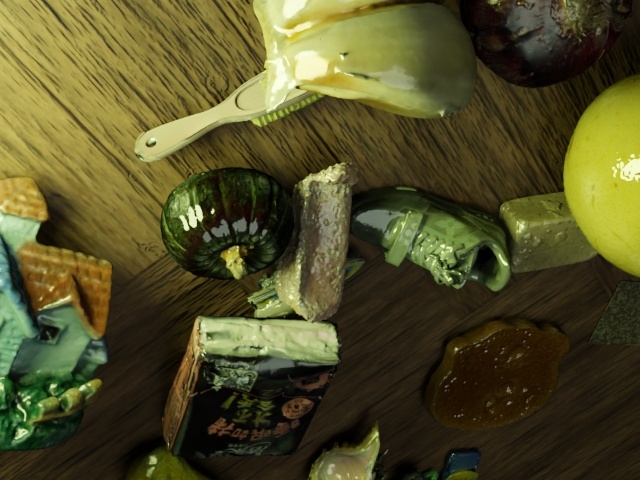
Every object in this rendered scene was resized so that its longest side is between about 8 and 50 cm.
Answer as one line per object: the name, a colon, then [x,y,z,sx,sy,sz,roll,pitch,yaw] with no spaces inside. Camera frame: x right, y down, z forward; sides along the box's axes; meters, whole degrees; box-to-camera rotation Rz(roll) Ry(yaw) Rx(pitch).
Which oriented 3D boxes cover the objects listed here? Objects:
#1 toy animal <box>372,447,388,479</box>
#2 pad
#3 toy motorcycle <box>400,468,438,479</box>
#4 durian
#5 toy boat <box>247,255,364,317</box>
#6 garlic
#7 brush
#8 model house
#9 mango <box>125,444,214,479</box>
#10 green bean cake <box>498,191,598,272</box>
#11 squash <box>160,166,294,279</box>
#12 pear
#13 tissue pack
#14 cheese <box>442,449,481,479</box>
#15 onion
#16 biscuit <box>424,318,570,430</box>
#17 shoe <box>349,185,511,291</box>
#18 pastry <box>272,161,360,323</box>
toy animal: [0.082,0.483,2.048,0.086,0.069,0.219,-8,136,-43]
pad: [0.652,0.147,2.056,0.235,0.003,0.158,4,124,-24]
toy motorcycle: [0.158,0.538,2.113,0.106,0.074,0.190,14,118,-50]
durian: [0.063,0.431,1.977,0.224,0.140,0.078,-59,155,13]
toy boat: [-0.023,0.074,1.697,0.210,0.066,0.084,-26,132,-2]
garlic: [0.076,-0.280,1.370,0.313,0.286,0.249,-4,152,-25]
brush: [-0.114,-0.176,1.477,0.313,0.072,0.067,-25,144,-1]
model house: [-0.412,0.091,1.455,0.295,0.251,0.329,19,110,-31]
mango: [-0.245,0.511,1.880,0.329,0.176,0.176,53,51,-40]
green bean cake: [0.394,-0.017,1.779,0.179,0.085,0.109,-7,127,-15]
squash: [-0.136,-0.024,1.525,0.193,0.156,0.193,5,132,5]
pear: [0.550,-0.102,1.613,0.348,0.348,0.348,-11,128,-14]
tissue pack: [-0.121,0.241,1.712,0.245,0.123,0.332,4,141,-16]
cheese: [0.276,0.540,2.167,0.157,0.064,0.250,3,115,-24]
onion: [0.308,-0.333,1.441,0.246,0.190,0.246,-4,109,-13]
biscuit: [0.332,0.256,1.983,0.273,0.049,0.257,-2,123,-22]
shoe: [0.182,0.007,1.665,0.293,0.149,0.109,9,125,-21]
pastry: [-0.007,-0.008,1.596,0.103,0.112,0.265,-2,117,-36]
